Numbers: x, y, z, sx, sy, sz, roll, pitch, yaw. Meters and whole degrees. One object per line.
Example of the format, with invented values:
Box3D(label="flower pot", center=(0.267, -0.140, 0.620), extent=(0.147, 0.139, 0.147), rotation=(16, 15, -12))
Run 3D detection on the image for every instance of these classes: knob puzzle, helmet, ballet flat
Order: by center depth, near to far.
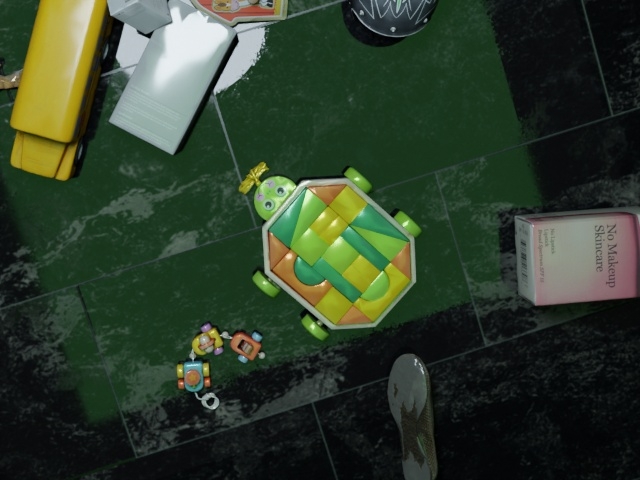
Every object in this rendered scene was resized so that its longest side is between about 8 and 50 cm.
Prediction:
Box3D(label="knob puzzle", center=(-0.143, -0.439, 1.627), extent=(0.213, 0.030, 0.213), rotation=(-8, 129, -10))
Box3D(label="helmet", center=(0.123, -0.420, 1.636), extent=(0.169, 0.161, 0.169), rotation=(0, 97, -3))
Box3D(label="ballet flat", center=(0.176, 0.326, 1.792), extent=(0.084, 0.058, 0.250), rotation=(-7, 93, 33))

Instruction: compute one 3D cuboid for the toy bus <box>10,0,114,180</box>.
Box3D(label="toy bus", center=(-0.429, -0.269, 1.639), extent=(0.108, 0.130, 0.333), rotation=(16, 96, -5))

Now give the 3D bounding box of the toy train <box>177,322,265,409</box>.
Box3D(label="toy train", center=(-0.181, 0.220, 1.758), extent=(0.125, 0.046, 0.166), rotation=(36, 94, -7))

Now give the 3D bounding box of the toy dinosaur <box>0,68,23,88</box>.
Box3D(label="toy dinosaur", center=(-0.602, -0.262, 1.664), extent=(0.211, 0.064, 0.112), rotation=(-19, 99, 0))

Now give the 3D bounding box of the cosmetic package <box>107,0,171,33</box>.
Box3D(label="cosmetic package", center=(-0.315, -0.460, 1.593), extent=(0.060, 0.099, 0.239), rotation=(-22, 74, 22))

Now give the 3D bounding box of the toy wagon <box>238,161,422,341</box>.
Box3D(label="toy wagon", center=(0.000, 0.000, 1.730), extent=(0.344, 0.068, 0.267), rotation=(41, 93, -7))

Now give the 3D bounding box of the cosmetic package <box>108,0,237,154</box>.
Box3D(label="cosmetic package", center=(-0.245, -0.275, 1.666), extent=(0.127, 0.107, 0.238), rotation=(29, 92, -6))

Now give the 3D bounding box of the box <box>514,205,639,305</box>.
Box3D(label="box", center=(0.468, 0.025, 1.730), extent=(0.232, 0.127, 0.149), rotation=(-5, 97, -2))
